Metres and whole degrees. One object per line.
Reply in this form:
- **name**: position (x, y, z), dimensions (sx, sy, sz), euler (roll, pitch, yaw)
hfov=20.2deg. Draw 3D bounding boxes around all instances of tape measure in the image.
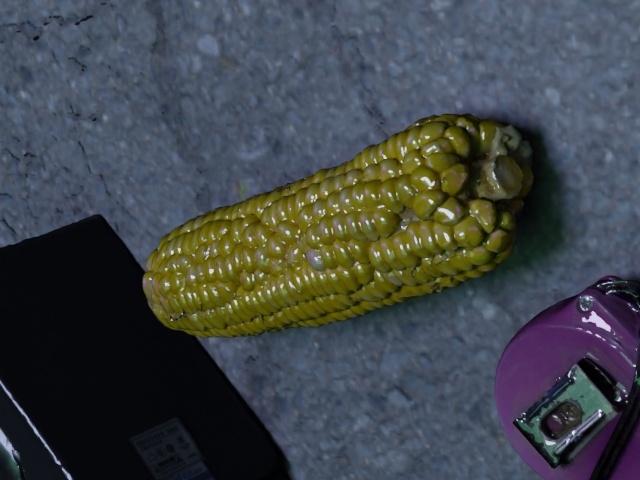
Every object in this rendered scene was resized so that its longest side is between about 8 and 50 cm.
- **tape measure**: position (0.161, 0.084, 1.002), dimensions (0.118, 0.074, 0.125), euler (46, 126, 14)

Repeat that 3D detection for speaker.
- **speaker**: position (-0.191, 0.160, 1.225), dimensions (0.254, 0.184, 0.232), euler (53, 129, 10)

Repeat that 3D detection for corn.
- **corn**: position (0.000, 0.000, 1.077), dimensions (0.292, 0.101, 0.101), euler (-16, 98, 40)
